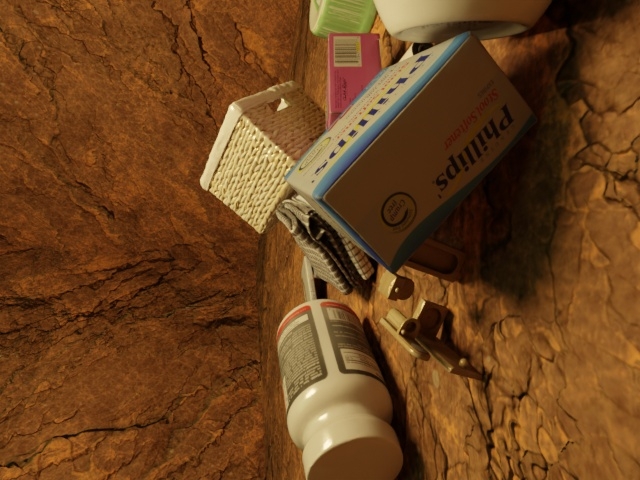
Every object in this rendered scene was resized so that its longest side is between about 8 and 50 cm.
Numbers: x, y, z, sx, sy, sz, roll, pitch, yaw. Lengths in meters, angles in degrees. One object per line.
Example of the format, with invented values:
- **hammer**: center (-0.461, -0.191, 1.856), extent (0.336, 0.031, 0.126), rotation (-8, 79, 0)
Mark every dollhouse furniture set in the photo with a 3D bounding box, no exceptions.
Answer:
- **dollhouse furniture set**: center (0.167, 0.085, 0.580), extent (0.151, 0.144, 0.123), rotation (-67, 22, 8)

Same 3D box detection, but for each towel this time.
- **towel**: center (0.000, 0.000, 1.047), extent (0.235, 0.121, 0.283), rotation (58, 173, -18)

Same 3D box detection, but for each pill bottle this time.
- **pill bottle**: center (0.026, 0.305, 0.850), extent (0.363, 0.210, 0.210), rotation (-110, 29, -60)

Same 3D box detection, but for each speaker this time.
- **speaker**: center (0.175, -0.339, 0.824), extent (0.136, 0.055, 0.055), rotation (145, 129, -71)

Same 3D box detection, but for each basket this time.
- **basket**: center (-0.135, -0.257, 1.267), extent (0.328, 0.266, 0.331), rotation (-45, -6, -47)

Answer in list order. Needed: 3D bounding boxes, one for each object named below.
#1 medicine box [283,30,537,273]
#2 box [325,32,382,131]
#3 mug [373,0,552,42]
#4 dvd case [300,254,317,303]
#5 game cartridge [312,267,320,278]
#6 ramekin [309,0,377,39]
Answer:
- **medicine box**: center (0.101, -0.128, 0.612), extent (0.263, 0.149, 0.289), rotation (-47, 18, 1)
- **box**: center (0.072, -0.317, 0.979), extent (0.243, 0.117, 0.214), rotation (90, 179, -71)
- **mug**: center (0.161, -0.393, 0.406), extent (0.374, 0.275, 0.329), rotation (-72, -18, -71)
- **dvd case**: center (-0.035, 0.198, 1.382), extent (0.180, 0.022, 0.253), rotation (105, 157, -63)
- **game cartridge**: center (-0.002, -0.019, 1.397), extent (0.294, 0.060, 0.196), rotation (-102, 26, -50)
- **ramekin**: center (0.068, -0.732, 1.196), extent (0.303, 0.148, 0.304), rotation (-174, 90, -75)
